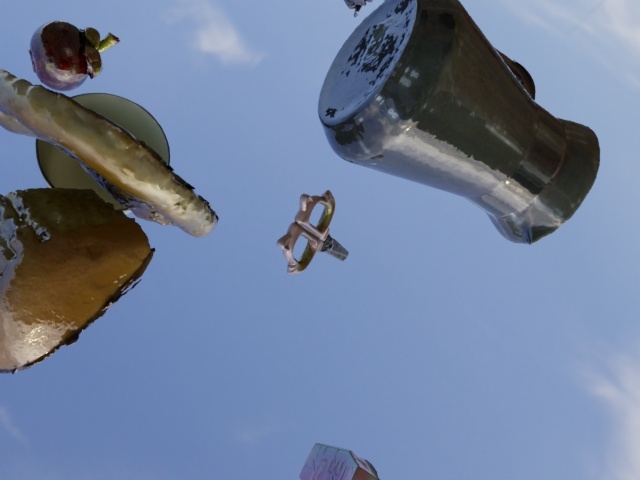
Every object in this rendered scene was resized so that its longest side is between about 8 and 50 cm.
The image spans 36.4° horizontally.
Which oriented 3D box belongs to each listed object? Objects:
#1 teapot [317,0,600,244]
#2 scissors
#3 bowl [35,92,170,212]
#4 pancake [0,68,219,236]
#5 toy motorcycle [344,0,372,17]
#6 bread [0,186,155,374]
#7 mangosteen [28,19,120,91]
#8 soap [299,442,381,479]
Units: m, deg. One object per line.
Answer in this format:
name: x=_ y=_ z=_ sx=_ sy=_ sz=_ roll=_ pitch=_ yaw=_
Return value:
teapot: x=0.192 y=-0.176 z=1.333 sx=0.344 sy=0.253 sz=0.300 roll=31 pitch=-129 yaw=-25
scissors: x=0.000 y=0.000 z=1.731 sx=0.024 sy=0.160 sz=0.317 roll=24 pitch=176 yaw=21
bowl: x=-0.396 y=-0.135 z=1.755 sx=0.237 sy=0.126 sz=0.238 roll=7 pitch=-115 yaw=-16
pancake: x=-0.302 y=-0.114 z=1.345 sx=0.386 sy=0.082 sz=0.387 roll=33 pitch=175 yaw=3
toy motorcycle: x=0.098 y=-0.470 z=1.819 sx=0.215 sy=0.080 sz=0.122 roll=25 pitch=164 yaw=32
bread: x=-0.359 y=0.037 z=1.249 sx=0.204 sy=0.262 sz=0.163 roll=33 pitch=163 yaw=38
mangosteen: x=-0.522 y=-0.387 z=2.053 sx=0.181 sy=0.146 sz=0.156 roll=-7 pitch=-117 yaw=-32
soap: x=0.032 y=0.396 z=1.600 sx=0.056 sy=0.149 sz=0.100 roll=37 pitch=-112 yaw=-30
